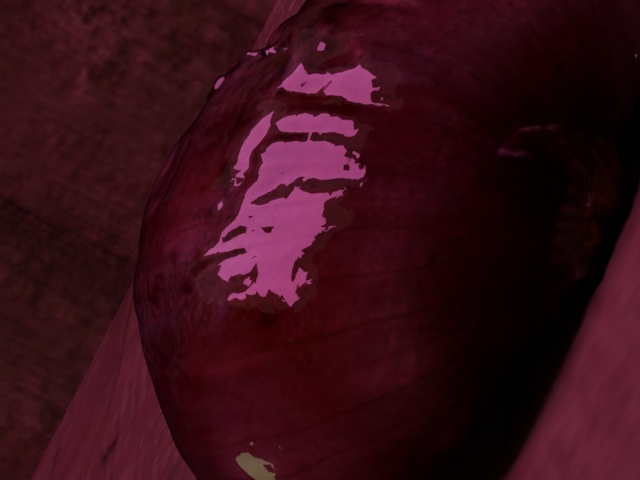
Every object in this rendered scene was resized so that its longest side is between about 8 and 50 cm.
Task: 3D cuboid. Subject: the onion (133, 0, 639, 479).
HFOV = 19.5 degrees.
[{"bbox_3d":[0.000,0.000,0.646,0.227,0.120,0.283,-62,6,-25],"label":"onion"}]
